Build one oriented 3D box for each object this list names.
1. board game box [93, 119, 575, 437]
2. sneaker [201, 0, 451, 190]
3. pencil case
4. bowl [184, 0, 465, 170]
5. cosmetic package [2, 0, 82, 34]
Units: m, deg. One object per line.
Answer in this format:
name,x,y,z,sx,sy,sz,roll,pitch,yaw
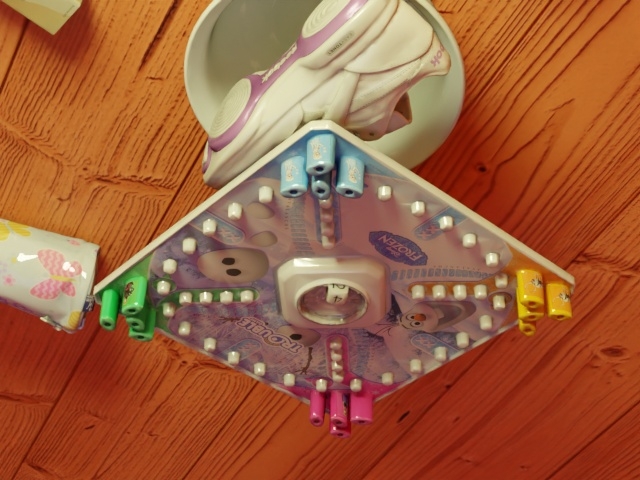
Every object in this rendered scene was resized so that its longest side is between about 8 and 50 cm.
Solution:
board game box,0.013,0.069,1.406,0.390,0.050,0.390,30,133,-32
sneaker,-0.002,-0.125,1.277,0.152,0.114,0.305,34,130,-24
pencil case,-0.426,0.033,1.688,0.273,0.113,0.124,16,114,-9
bowl,0.009,-0.205,1.371,0.297,0.134,0.298,4,136,4
cosmetic package,-0.320,-0.283,1.398,0.115,0.041,0.060,32,131,-24
